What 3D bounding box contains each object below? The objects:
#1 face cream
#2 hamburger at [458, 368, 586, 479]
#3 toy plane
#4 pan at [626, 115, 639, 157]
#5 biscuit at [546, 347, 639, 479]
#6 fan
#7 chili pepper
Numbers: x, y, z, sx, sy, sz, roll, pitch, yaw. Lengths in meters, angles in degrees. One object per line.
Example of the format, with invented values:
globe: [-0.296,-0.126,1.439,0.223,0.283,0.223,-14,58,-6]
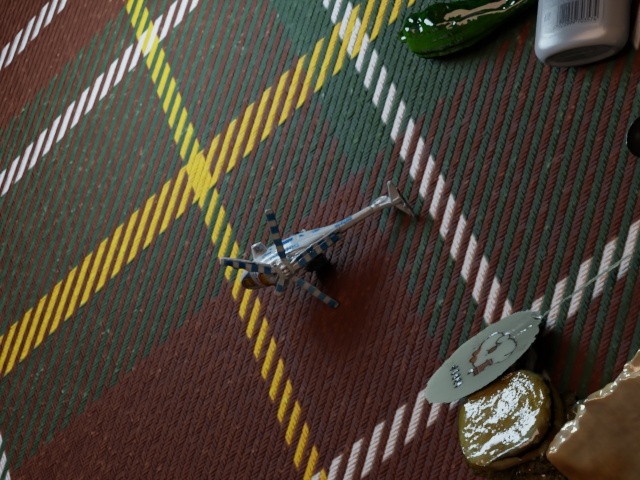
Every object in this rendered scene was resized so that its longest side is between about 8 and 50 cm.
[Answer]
face cream: [0.373,-0.387,2.059,0.144,0.071,0.291,-11,63,37]
hamburger: [0.265,0.238,1.812,0.185,0.131,0.159,-30,37,29]
toy plane: [-0.005,-0.010,2.181,0.273,0.182,0.107,-49,14,11]
pan: [0.433,-0.114,1.903,0.068,0.023,0.115,-15,57,36]
biscuit: [0.418,0.202,1.654,0.309,0.204,0.040,-51,3,32]
fan: [0.269,0.114,1.893,0.329,0.009,0.191,-36,11,8]
chili pepper: [0.218,-0.333,2.180,0.257,0.074,0.100,-17,56,31]
